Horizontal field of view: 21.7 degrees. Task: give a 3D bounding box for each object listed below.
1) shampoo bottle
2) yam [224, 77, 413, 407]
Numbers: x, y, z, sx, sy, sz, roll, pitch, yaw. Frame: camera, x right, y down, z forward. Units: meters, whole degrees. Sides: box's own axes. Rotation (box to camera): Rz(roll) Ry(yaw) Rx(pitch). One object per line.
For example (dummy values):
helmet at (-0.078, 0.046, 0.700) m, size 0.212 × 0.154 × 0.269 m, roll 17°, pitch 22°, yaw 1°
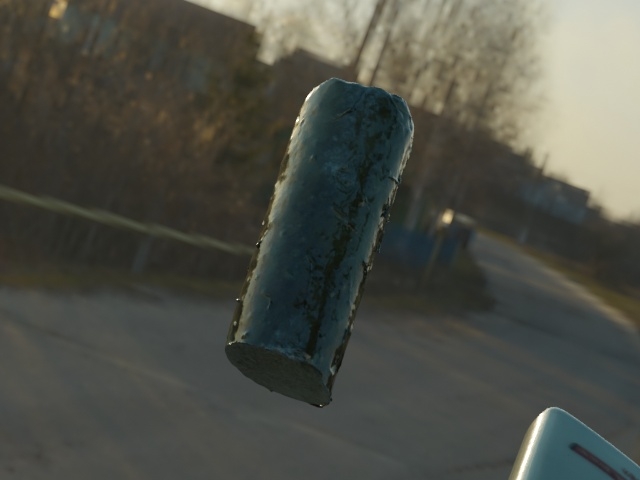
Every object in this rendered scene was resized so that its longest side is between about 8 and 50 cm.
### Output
shampoo bottle at (0.150, 0.229, 1.104) m, size 0.153 × 0.071 × 0.284 m, roll 40°, pitch 34°, yaw 9°
yam at (0.000, 0.000, 0.698) m, size 0.054 × 0.132 × 0.054 m, roll 15°, pitch -23°, yaw 6°
